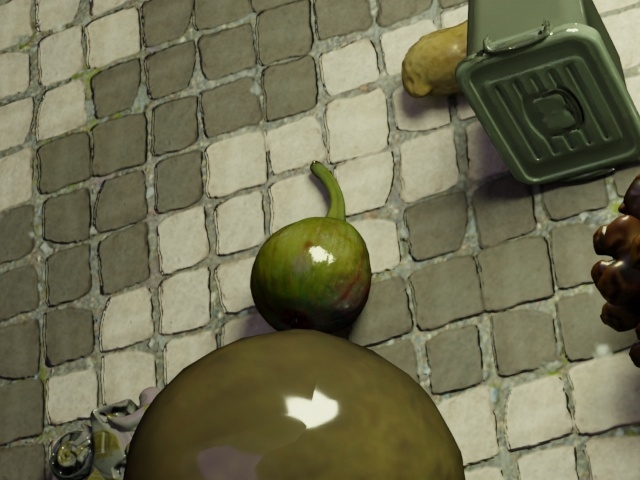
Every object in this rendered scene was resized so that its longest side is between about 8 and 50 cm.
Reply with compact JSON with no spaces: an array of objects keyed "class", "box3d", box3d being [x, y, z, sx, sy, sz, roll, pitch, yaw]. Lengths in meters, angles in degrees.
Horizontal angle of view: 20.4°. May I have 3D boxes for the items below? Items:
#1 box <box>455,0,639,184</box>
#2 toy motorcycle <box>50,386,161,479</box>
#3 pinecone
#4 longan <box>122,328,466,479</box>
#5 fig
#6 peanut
[{"class":"box","box3d":[0.253,-0.187,1.955,0.163,0.243,0.135,-17,49,21]},{"class":"toy motorcycle","box3d":[-0.211,0.248,2.083,0.225,0.073,0.152,22,77,33]},{"class":"pinecone","box3d":[0.386,0.031,1.781,0.264,0.264,0.264,-11,64,23]},{"class":"longan","box3d":[-0.040,0.281,1.804,0.404,0.404,0.336,-43,46,4]},{"class":"fig","box3d":[0.000,0.000,2.080,0.149,0.149,0.245,-7,46,24]},{"class":"peanut","box3d":[0.192,-0.225,2.083,0.214,0.099,0.099,-26,59,20]}]
